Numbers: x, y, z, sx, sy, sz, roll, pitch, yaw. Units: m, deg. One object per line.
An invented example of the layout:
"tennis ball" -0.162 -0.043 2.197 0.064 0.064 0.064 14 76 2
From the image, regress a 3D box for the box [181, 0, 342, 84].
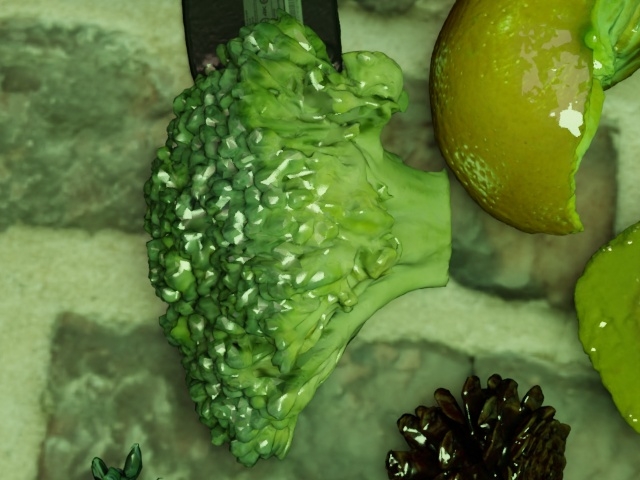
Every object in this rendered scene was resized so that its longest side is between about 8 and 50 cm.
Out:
"box" -0.047 -0.179 1.053 0.125 0.027 0.126 -6 77 -1

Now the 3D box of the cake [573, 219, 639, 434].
"cake" 0.319 0.040 0.896 0.260 0.156 0.179 -35 66 30

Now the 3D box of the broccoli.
"broccoli" 0.000 0.000 0.932 0.245 0.288 0.248 -3 39 -16

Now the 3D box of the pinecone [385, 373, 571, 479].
"pinecone" 0.109 0.158 0.929 0.120 0.140 0.140 4 76 29

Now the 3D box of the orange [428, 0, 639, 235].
"orange" 0.165 -0.132 0.964 0.158 0.179 0.237 29 80 2

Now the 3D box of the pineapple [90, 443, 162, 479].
"pineapple" -0.068 0.219 0.931 0.221 0.103 0.083 17 44 5
